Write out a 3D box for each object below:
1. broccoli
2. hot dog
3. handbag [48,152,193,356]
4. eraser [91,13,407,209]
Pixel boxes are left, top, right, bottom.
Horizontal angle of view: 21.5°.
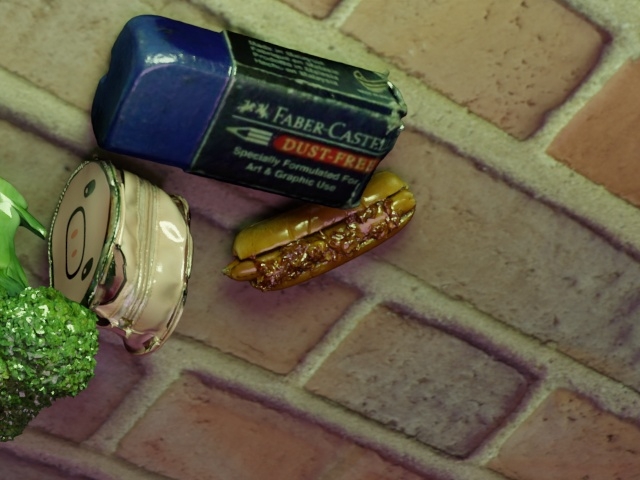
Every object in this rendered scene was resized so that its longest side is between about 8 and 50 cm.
[{"bbox_3d":[-0.430,0.068,1.806,0.413,0.310,0.321,27,116,6],"label":"broccoli"},{"bbox_3d":[0.000,0.000,2.018,0.249,0.076,0.102,-22,135,1],"label":"hot dog"},{"bbox_3d":[-0.226,0.019,1.890,0.116,0.205,0.179,16,149,-29],"label":"handbag"},{"bbox_3d":[-0.074,-0.142,1.860,0.332,0.101,0.155,12,123,-26],"label":"eraser"}]
